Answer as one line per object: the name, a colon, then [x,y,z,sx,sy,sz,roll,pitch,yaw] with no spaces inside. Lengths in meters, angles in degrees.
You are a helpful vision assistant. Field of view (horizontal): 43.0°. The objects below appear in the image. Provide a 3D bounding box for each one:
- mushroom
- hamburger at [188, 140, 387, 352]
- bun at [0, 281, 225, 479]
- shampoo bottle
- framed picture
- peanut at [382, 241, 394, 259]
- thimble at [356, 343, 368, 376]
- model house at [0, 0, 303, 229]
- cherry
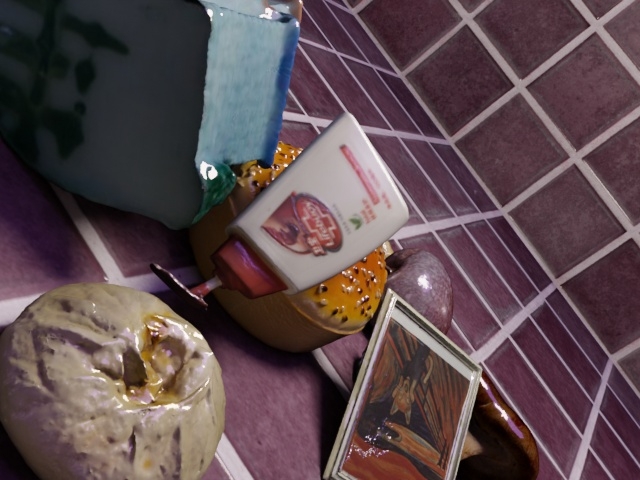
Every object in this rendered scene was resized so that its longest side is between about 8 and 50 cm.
mushroom: [0.191,0.296,1.165,0.227,0.148,0.217,47,38,15]
hamburger: [-0.034,0.000,1.076,0.300,0.176,0.300,43,23,-24]
bun: [-0.160,0.118,0.689,0.222,0.127,0.222,45,21,-22]
shampoo bottle: [-0.042,-0.010,0.895,0.153,0.284,0.071,58,-24,-5]
framed picture: [0.120,0.228,1.051,0.216,0.016,0.273,40,54,-28]
peanut: [0.074,0.009,1.413,0.174,0.080,0.080,49,21,-12]
thimble: [0.115,0.186,1.157,0.090,0.118,0.135,40,41,-17]
model house: [-0.164,-0.199,0.938,0.294,0.252,0.329,15,23,21]
cherry: [0.148,0.103,1.327,0.176,0.140,0.176,27,53,-43]
